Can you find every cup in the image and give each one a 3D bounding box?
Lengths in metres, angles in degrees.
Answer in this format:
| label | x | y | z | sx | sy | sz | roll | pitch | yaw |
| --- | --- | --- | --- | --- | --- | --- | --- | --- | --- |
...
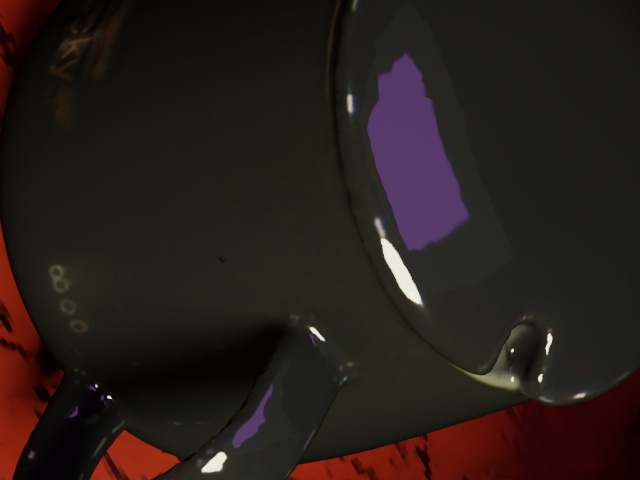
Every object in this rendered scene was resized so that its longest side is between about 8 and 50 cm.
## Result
| label | x | y | z | sx | sy | sz | roll | pitch | yaw |
| --- | --- | --- | --- | --- | --- | --- | --- | --- | --- |
| cup | 0.000 | 0.000 | 0.533 | 0.169 | 0.176 | 0.223 | 49 | 52 | -28 |
